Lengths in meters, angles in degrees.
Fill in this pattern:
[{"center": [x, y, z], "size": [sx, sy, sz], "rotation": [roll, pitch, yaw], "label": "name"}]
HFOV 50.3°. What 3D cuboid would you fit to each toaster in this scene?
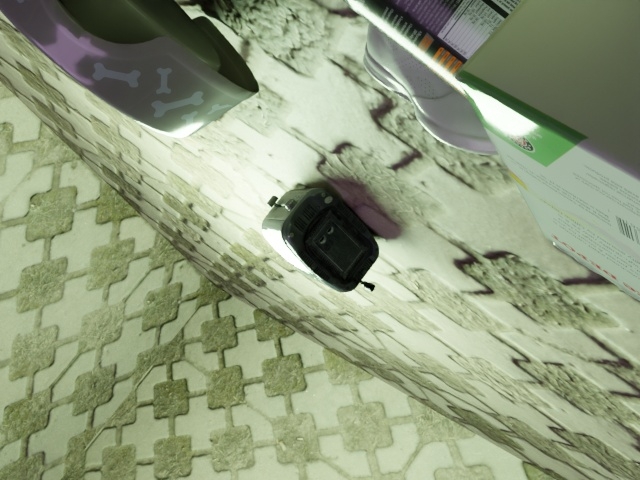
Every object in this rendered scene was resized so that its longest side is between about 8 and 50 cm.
[{"center": [0.000, 0.000, 1.228], "size": [0.227, 0.129, 0.146], "rotation": [43, 168, -26], "label": "toaster"}]

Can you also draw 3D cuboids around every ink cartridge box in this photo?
[{"center": [0.188, -0.035, 0.383], "size": [0.154, 0.093, 0.212], "rotation": [42, 180, 38], "label": "ink cartridge box"}]

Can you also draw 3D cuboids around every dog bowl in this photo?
[{"center": [-0.229, -0.258, 0.765], "size": [0.349, 0.102, 0.349], "rotation": [43, -167, -12], "label": "dog bowl"}]

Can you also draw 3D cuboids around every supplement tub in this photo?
[{"center": [0.118, -0.168, 0.490], "size": [0.190, 0.117, 0.117], "rotation": [37, 165, -2], "label": "supplement tub"}]

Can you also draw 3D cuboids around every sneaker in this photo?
[{"center": [0.109, -0.154, 0.589], "size": [0.212, 0.080, 0.094], "rotation": [43, 151, 34], "label": "sneaker"}]
